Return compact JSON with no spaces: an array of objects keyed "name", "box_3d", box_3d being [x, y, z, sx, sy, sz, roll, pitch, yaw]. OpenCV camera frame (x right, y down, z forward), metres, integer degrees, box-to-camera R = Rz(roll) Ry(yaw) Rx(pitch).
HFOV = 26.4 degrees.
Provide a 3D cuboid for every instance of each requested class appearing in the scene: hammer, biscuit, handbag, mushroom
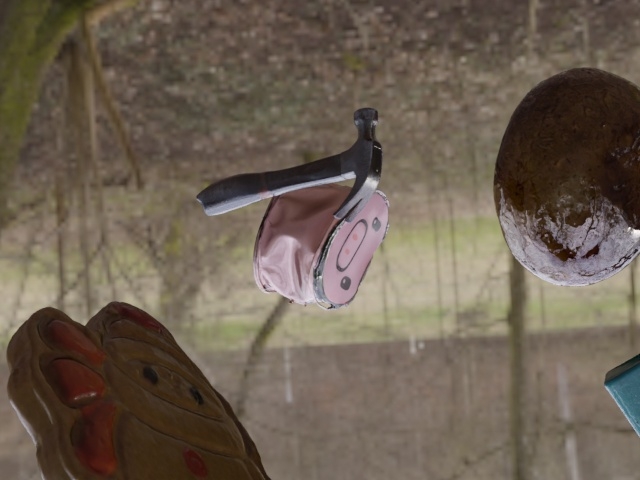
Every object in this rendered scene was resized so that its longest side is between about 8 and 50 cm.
[{"name":"hammer","box_3d":[-0.044,-0.073,1.778,0.290,0.137,0.037,-14,158,35]},{"name":"biscuit","box_3d":[-0.170,0.202,1.403,0.074,0.381,0.359,-38,135,18]},{"name":"handbag","box_3d":[0.001,0.000,1.999,0.116,0.205,0.179,20,166,27]},{"name":"mushroom","box_3d":[0.425,-0.107,2.182,0.239,0.345,0.345,-18,168,39]}]

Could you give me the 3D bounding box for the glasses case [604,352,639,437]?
[{"name":"glasses case","box_3d":[0.395,0.083,1.135,0.301,0.117,0.070,-33,180,16]}]
